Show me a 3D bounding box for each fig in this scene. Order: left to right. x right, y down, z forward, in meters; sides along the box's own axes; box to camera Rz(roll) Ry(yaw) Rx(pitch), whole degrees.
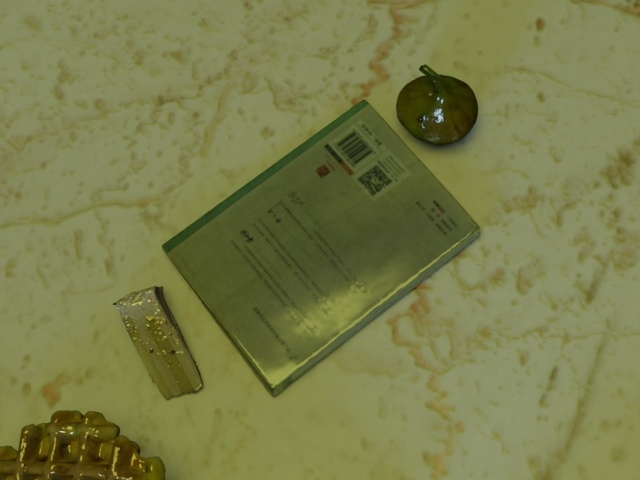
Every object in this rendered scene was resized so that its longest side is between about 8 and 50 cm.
[{"bbox_3d":[0.128,-0.146,1.389,0.082,0.098,0.084,-38,84,-11],"label":"fig"}]

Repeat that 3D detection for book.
[{"bbox_3d":[0.000,0.000,1.388,0.282,0.025,0.215,-35,69,-8],"label":"book"}]

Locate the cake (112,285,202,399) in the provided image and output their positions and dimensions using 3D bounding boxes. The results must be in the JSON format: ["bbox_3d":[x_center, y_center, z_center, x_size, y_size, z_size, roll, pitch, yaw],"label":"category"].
[{"bbox_3d":[-0.168,0.107,1.351,0.052,0.065,0.121,-25,76,-1],"label":"cake"}]

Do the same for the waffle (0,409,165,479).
[{"bbox_3d":[-0.247,0.293,1.253,0.253,0.056,0.249,-35,67,14],"label":"waffle"}]
